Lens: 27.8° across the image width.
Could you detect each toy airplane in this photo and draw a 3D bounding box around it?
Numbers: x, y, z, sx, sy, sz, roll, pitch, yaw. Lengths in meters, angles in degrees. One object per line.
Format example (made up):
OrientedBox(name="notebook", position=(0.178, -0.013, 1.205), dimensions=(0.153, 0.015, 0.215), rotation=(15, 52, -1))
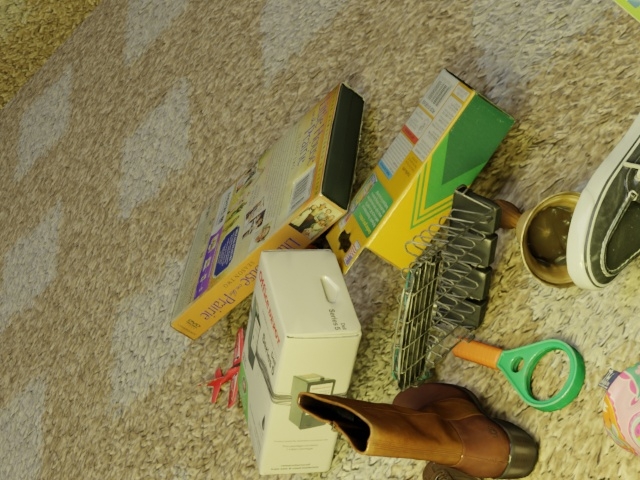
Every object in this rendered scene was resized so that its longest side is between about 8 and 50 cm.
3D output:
OrientedBox(name="toy airplane", position=(-0.153, 0.229, 2.190), dimensions=(0.151, 0.028, 0.151), rotation=(-35, 40, 35))

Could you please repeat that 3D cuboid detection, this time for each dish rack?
OrientedBox(name="dish rack", position=(0.150, 0.065, 1.666), dimensions=(0.074, 0.271, 0.208), rotation=(18, 118, 26))

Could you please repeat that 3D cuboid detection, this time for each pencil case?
OrientedBox(name="pencil case", position=(0.419, 0.204, 1.338), dimensions=(0.284, 0.124, 0.124), rotation=(24, 86, 59))

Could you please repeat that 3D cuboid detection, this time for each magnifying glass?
OrientedBox(name="magnifying glass", position=(0.254, 0.161, 1.686), dimensions=(0.231, 0.026, 0.092), rotation=(13, 77, 57))

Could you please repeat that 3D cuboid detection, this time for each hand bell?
OrientedBox(name="hand bell", position=(0.275, -0.022, 1.746), dimensions=(0.126, 0.126, 0.242), rotation=(-61, 21, 1))

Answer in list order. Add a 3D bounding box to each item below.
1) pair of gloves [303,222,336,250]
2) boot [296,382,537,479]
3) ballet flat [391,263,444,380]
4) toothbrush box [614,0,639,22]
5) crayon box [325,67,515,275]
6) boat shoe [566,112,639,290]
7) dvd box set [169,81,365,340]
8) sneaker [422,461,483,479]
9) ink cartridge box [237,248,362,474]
OrientedBox(name="pair of gloves", position=(0.000, 0.000, 2.168), dimensions=(0.083, 0.010, 0.074), rotation=(-57, 33, 6))
OrientedBox(name="boot", position=(0.088, 0.231, 1.619), dimensions=(0.264, 0.280, 0.096), rotation=(33, 108, 55))
OrientedBox(name="ballet flat", position=(0.149, 0.118, 1.840), dimensions=(0.070, 0.070, 0.188), rotation=(-21, 50, 46))
OrientedBox(name="toothbrush box", position=(0.405, -0.413, 1.667), dimensions=(0.122, 0.283, 0.206), rotation=(-35, 41, 36))
OrientedBox(name="crayon box", position=(0.142, -0.088, 1.924), dimensions=(0.323, 0.083, 0.203), rotation=(-54, 16, 10))
OrientedBox(name="boat shoe", position=(0.411, -0.066, 1.564), dimensions=(0.105, 0.113, 0.306), rotation=(19, 66, 51))
OrientedBox(name="dvd box set", position=(-0.091, -0.049, 2.209), dimensions=(0.420, 0.062, 0.308), rotation=(-40, 26, 35))
OrientedBox(name="sneaker", position=(0.172, 0.323, 1.632), dimensions=(0.066, 0.071, 0.188), rotation=(-59, 33, 4))
OrientedBox(name="ink cartridge box", position=(-0.036, 0.175, 1.882), dimensions=(0.198, 0.114, 0.273), rotation=(-110, 25, -50))
